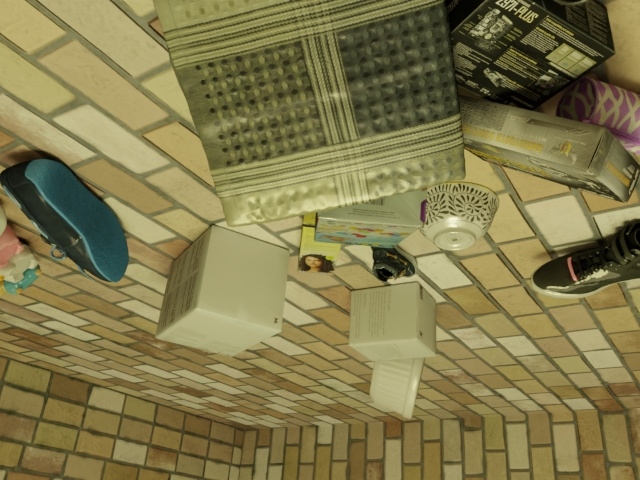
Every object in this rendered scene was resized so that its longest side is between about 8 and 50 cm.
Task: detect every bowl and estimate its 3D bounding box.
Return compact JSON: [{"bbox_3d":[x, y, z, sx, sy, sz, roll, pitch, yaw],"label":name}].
[{"bbox_3d":[0.252,-0.032,1.157,0.170,0.080,0.170,3,153,1],"label":"bowl"}]

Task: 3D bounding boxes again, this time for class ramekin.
[{"bbox_3d":[0.223,0.348,1.718,0.127,0.273,0.273,13,155,12],"label":"ramekin"}]

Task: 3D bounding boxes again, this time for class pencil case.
[{"bbox_3d":[0.437,-0.162,0.870,0.206,0.088,0.086,13,149,-15],"label":"pencil case"}]

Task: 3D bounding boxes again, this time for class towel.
[{"bbox_3d":[-0.006,-0.185,0.726,0.324,0.056,0.312,-11,115,8],"label":"towel"}]

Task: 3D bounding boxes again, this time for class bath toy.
[{"bbox_3d":[-0.740,0.013,1.354,0.129,0.151,0.348,39,153,10],"label":"bath toy"}]

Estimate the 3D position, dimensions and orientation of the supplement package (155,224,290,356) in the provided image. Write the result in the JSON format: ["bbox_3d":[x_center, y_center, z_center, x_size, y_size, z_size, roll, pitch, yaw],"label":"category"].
[{"bbox_3d":[-0.224,0.125,1.403,0.199,0.198,0.263,20,149,-26],"label":"supplement package"}]

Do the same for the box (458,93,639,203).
[{"bbox_3d":[0.287,-0.126,0.826,0.231,0.056,0.183,26,-172,39],"label":"box"}]

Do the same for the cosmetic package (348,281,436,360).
[{"bbox_3d":[0.186,0.210,1.559,0.184,0.151,0.151,-9,150,26],"label":"cosmetic package"}]

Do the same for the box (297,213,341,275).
[{"bbox_3d":[0.000,0.000,1.281,0.087,0.058,0.232,5,152,-1],"label":"box"}]

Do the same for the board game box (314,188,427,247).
[{"bbox_3d":[0.067,-0.077,0.939,0.144,0.142,0.275,5,173,-2],"label":"board game box"}]

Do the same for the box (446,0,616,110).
[{"bbox_3d":[0.231,-0.247,0.743,0.180,0.077,0.147,17,151,-24],"label":"box"}]

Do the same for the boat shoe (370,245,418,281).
[{"bbox_3d":[0.159,0.062,1.348,0.065,0.083,0.183,-13,148,30],"label":"boat shoe"}]

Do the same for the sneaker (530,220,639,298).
[{"bbox_3d":[0.566,0.032,1.220,0.296,0.104,0.147,-12,148,17],"label":"sneaker"}]

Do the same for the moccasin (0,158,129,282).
[{"bbox_3d":[-0.500,-0.042,1.228,0.117,0.137,0.342,1,139,16],"label":"moccasin"}]

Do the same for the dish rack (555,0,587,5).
[{"bbox_3d":[0.245,-0.356,0.536,0.208,0.074,0.271,15,151,-21],"label":"dish rack"}]
